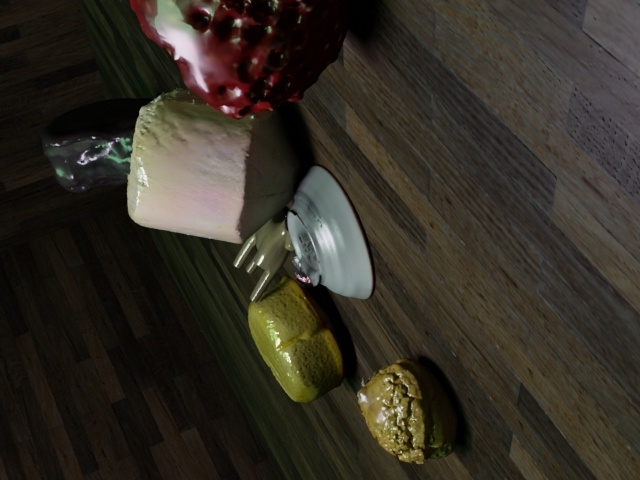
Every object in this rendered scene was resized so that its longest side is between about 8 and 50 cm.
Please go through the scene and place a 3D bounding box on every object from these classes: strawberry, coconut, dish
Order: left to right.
[{"bbox_3d":[-0.188,-0.141,1.861,0.297,0.309,0.298,-172,90,-87],"label":"coconut"},{"bbox_3d":[-0.087,-0.358,1.299,0.345,0.295,0.318,-49,47,48],"label":"strawberry"},{"bbox_3d":[0.000,0.000,1.799,0.260,0.085,0.260,58,162,32],"label":"dish"}]

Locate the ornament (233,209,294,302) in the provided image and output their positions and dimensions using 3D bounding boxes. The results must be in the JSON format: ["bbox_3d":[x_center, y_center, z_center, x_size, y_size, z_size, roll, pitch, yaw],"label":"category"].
[{"bbox_3d":[-0.094,0.005,2.037,0.245,0.061,0.230,-58,19,19],"label":"ornament"}]

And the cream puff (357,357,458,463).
[{"bbox_3d":[0.138,0.282,1.640,0.189,0.129,0.189,54,156,38],"label":"cream puff"}]

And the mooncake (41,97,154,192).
[{"bbox_3d":[-0.577,-0.274,2.854,0.381,0.351,0.212,7,127,20],"label":"mooncake"}]

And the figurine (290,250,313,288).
[{"bbox_3d":[-0.028,0.060,2.030,0.072,0.054,0.129,55,162,25],"label":"figurine"}]

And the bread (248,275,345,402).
[{"bbox_3d":[-0.047,0.210,2.105,0.270,0.148,0.270,53,161,27],"label":"bread"}]
